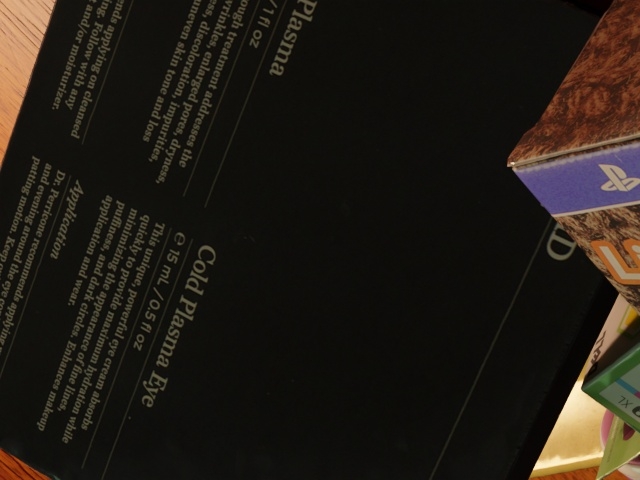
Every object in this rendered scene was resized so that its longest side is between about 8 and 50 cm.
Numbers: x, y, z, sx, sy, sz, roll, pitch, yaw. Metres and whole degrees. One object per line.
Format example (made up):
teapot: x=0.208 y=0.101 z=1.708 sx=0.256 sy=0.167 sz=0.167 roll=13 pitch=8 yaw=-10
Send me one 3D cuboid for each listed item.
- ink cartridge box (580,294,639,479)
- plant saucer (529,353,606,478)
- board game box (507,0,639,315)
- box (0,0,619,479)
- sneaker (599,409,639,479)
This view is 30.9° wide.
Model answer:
ink cartridge box: x=0.215 y=0.045 z=0.682 sx=0.062 sy=0.109 sz=0.209 roll=35 pitch=134 yaw=-4
plant saucer: x=0.101 y=0.054 z=0.917 sx=0.333 sy=0.081 sz=0.333 roll=41 pitch=145 yaw=-16
board game box: x=0.254 y=-0.023 z=0.447 sx=0.291 sy=0.232 sz=0.141 roll=45 pitch=153 yaw=-21
box: x=0.000 y=0.000 z=0.643 sx=0.312 sy=0.343 sz=0.179 roll=27 pitch=-166 yaw=18
sneaker: x=0.309 y=0.141 z=0.759 sx=0.236 sy=0.095 sz=0.104 roll=-9 pitch=125 yaw=20
